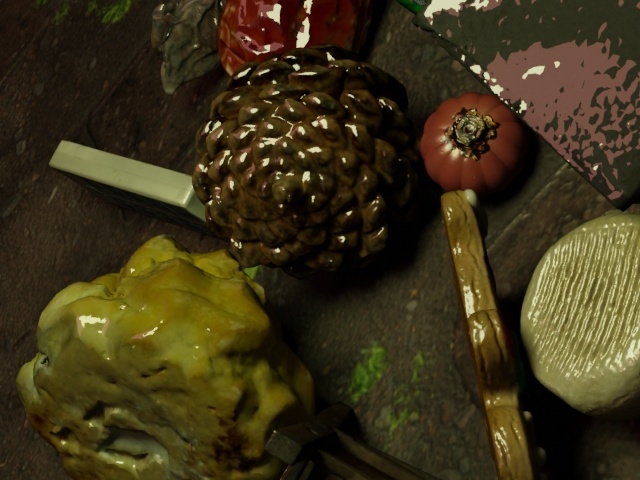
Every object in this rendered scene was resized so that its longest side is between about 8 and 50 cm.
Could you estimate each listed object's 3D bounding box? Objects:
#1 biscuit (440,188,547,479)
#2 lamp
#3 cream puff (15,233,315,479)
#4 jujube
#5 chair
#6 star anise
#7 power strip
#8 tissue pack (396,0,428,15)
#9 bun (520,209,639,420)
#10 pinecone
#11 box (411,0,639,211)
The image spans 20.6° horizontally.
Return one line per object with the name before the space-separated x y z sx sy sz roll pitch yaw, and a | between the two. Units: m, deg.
biscuit | 0.156 0.113 1.550 0.049 0.197 0.301 -13 51 5
lamp | 0.152 -0.094 1.736 0.107 0.092 0.107 -4 71 11
cream puff | -0.139 0.123 1.826 0.324 0.291 0.257 -61 1 45
jujube | -0.023 -0.272 1.998 0.174 0.174 0.250 6 84 51
chair | 0.048 0.290 1.576 0.240 0.416 0.203 29 93 9
star anise | -0.130 -0.301 2.181 0.257 0.110 0.198 -52 38 4
power strip | -0.212 -0.062 2.134 0.367 0.106 0.043 17 76 53
tissue pack | 0.097 -0.360 1.866 0.148 0.209 0.156 -16 55 45
bun | 0.262 0.067 1.495 0.173 0.113 0.166 -50 46 13
pinecone | -0.006 -0.095 1.816 0.243 0.243 0.257 -21 33 42
box | 0.298 -0.228 1.477 0.251 0.204 0.345 45 106 18
